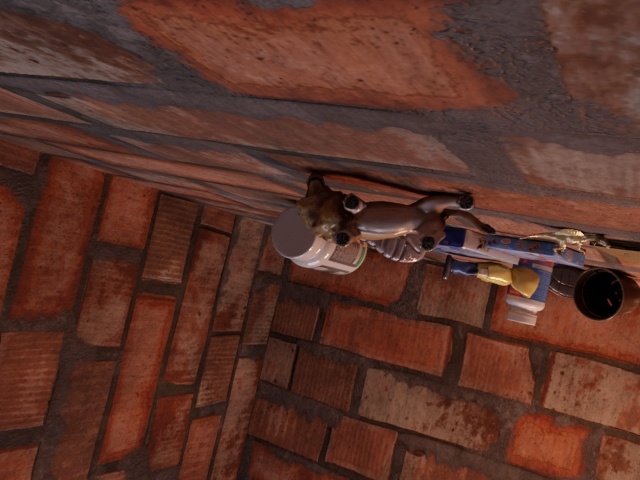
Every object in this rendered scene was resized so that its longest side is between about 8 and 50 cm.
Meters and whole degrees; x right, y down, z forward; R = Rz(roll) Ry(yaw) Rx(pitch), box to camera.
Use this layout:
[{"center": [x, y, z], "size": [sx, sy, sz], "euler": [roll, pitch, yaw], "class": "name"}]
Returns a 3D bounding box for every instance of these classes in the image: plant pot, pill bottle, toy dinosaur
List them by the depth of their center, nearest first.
[{"center": [0.528, -0.006, 1.422], "size": [0.183, 0.053, 0.092], "euler": [4, 159, 21], "class": "toy dinosaur"}, {"center": [0.918, 0.171, 2.080], "size": [0.165, 0.167, 0.167], "euler": [6, -178, -39], "class": "plant pot"}, {"center": [0.666, 0.155, 2.113], "size": [0.124, 0.222, 0.124], "euler": [13, 177, 1], "class": "pill bottle"}, {"center": [0.000, 0.000, 2.250], "size": [0.204, 0.204, 0.361], "euler": [11, 177, 29], "class": "pill bottle"}]

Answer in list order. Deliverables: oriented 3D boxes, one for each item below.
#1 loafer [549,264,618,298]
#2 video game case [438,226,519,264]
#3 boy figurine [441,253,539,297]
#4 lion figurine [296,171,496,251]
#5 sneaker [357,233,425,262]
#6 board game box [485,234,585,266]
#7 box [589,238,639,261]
[{"center": [0.874, 0.146, 2.267], "size": [0.302, 0.109, 0.095], "euler": [10, -178, -13], "class": "loafer"}, {"center": [0.422, 0.010, 1.994], "size": [0.244, 0.061, 0.269], "euler": [13, 177, -33], "class": "video game case"}, {"center": [0.521, 0.108, 2.026], "size": [0.285, 0.092, 0.177], "euler": [13, 177, 7], "class": "boy figurine"}, {"center": [0.140, -0.047, 1.350], "size": [0.392, 0.142, 0.240], "euler": [9, -175, 1], "class": "lion figurine"}, {"center": [0.158, -0.032, 1.971], "size": [0.321, 0.125, 0.180], "euler": [24, 180, -5], "class": "sneaker"}, {"center": [0.587, 0.029, 1.805], "size": [0.160, 0.039, 0.211], "euler": [15, 176, -40], "class": "board game box"}, {"center": [0.713, 0.031, 1.445], "size": [0.201, 0.021, 0.164], "euler": [16, 176, -42], "class": "box"}]
